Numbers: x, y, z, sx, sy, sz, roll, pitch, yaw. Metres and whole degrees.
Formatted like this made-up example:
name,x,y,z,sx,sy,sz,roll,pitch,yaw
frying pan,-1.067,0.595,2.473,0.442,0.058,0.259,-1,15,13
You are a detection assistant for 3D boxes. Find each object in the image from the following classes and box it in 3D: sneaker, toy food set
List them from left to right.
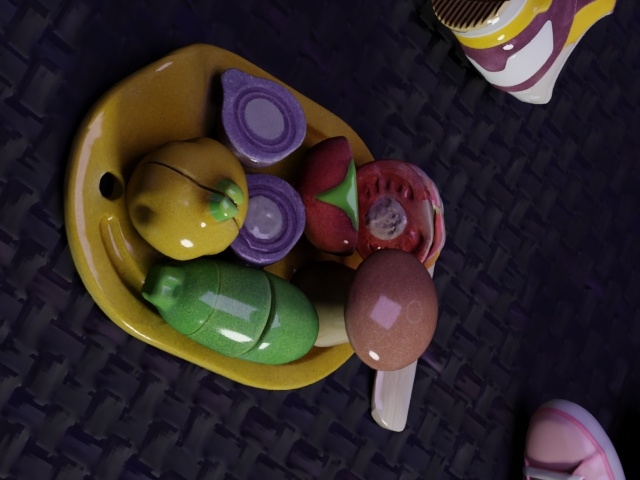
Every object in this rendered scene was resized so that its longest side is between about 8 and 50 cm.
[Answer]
name,x,y,z,sx,sy,sz,roll,pitch,yaw
toy food set,0.000,0.000,0.615,0.218,0.071,0.128,27,74,-40
sneaker,0.118,0.152,0.741,0.070,0.051,0.134,-25,112,-44
sneaker,0.120,-0.157,0.726,0.084,0.070,0.185,45,69,-44
